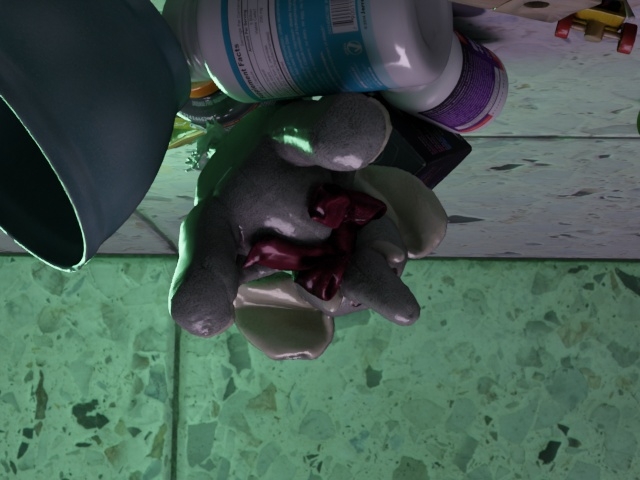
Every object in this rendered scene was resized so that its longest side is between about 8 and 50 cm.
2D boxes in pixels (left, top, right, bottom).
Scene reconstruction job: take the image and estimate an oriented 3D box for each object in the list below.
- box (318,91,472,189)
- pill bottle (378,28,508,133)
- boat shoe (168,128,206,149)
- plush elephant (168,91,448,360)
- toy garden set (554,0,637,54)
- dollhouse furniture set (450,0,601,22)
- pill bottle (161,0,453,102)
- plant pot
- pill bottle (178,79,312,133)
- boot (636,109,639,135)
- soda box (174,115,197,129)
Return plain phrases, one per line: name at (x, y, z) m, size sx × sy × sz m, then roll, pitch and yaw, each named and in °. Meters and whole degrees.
box at (0.054, -0.097, 1.672) m, size 0.165 × 0.143 × 0.270 m, roll -44°, pitch 174°, yaw 17°
pill bottle at (0.126, -0.190, 1.583) m, size 0.108 × 0.108 × 0.193 m, roll -4°, pitch 170°, yaw 31°
boat shoe at (-0.188, -0.158, 1.965) m, size 0.060 × 0.064 × 0.178 m, roll 11°, pitch 164°, yaw -42°
plush elephant at (0.000, 0.000, 1.416) m, size 0.255 × 0.272 × 0.330 m, roll 38°, pitch -177°, yaw -22°
toy garden set at (0.325, -0.216, 1.292) m, size 0.203 × 0.049 × 0.244 m, roll 15°, pitch -149°, yaw 5°
dollhouse furniture set at (0.180, -0.258, 1.058) m, size 0.129 × 0.129 × 0.183 m, roll 6°, pitch 171°, yaw -28°
pill bottle at (-0.017, -0.209, 1.345) m, size 0.264 × 0.146 × 0.146 m, roll -2°, pitch 171°, yaw 25°
plant pot at (-0.249, -0.146, 1.336) m, size 0.196 × 0.293 × 0.293 m, roll -42°, pitch -169°, yaw -24°
pill bottle at (-0.103, -0.181, 1.591) m, size 0.130 × 0.130 × 0.245 m, roll -2°, pitch 171°, yaw 16°
boot at (0.584, -0.141, 1.960) m, size 0.236 × 0.089 × 0.269 m, roll 10°, pitch 177°, yaw 32°
soda box at (-0.178, -0.179, 1.844) m, size 0.181 × 0.058 × 0.061 m, roll 4°, pitch 171°, yaw -15°
